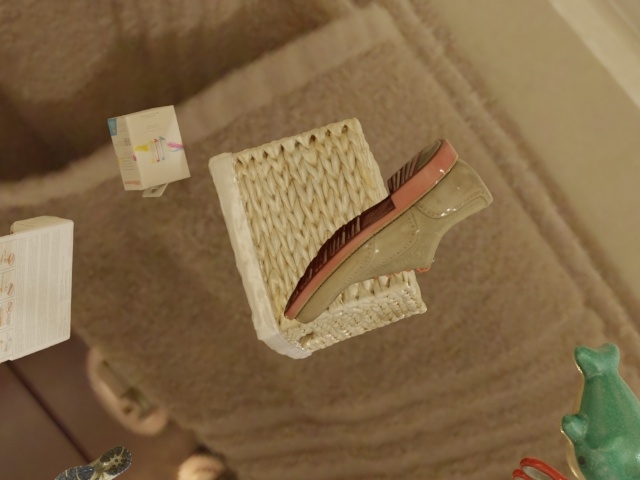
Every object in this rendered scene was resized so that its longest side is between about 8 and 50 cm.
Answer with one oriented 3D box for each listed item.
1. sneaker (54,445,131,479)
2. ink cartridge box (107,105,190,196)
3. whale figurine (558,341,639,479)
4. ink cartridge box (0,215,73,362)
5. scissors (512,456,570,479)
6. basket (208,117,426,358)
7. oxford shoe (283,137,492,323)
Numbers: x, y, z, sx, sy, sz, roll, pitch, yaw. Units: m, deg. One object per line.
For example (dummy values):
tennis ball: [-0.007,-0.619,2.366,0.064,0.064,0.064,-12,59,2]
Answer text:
sneaker: [-0.356,0.368,1.909,0.135,0.052,0.058,-23,168,-25]
ink cartridge box: [-0.287,-0.147,2.082,0.090,0.143,0.092,-18,-169,-27]
whale figurine: [0.529,0.317,2.217,0.216,0.272,0.141,-1,171,-30]
ink cartridge box: [-0.421,0.069,1.701,0.056,0.181,0.225,8,-169,22]
scissors: [0.433,0.405,1.895,0.021,0.297,0.109,-58,157,-29]
basket: [0.000,0.000,2.118,0.266,0.331,0.328,-20,166,5]
oxford shoe: [0.091,0.018,1.739,0.348,0.130,0.123,-43,-167,21]
